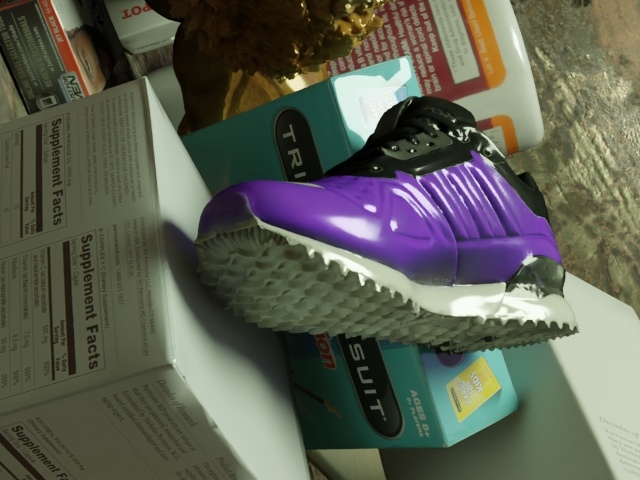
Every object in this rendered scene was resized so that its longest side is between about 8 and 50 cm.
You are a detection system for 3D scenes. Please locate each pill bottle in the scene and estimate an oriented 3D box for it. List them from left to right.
[{"bbox_3d":[0.024,-0.152,1.390,0.224,0.392,0.224,-17,90,-84],"label":"pill bottle"}]

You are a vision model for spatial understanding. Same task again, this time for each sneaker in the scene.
[{"bbox_3d":[0.040,-0.020,0.754,0.293,0.102,0.146,14,68,-46],"label":"sneaker"}]

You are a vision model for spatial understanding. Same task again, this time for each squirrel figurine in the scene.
[{"bbox_3d":[-0.077,-0.232,1.080,0.397,0.281,0.370,-129,-149,-75],"label":"squirrel figurine"}]

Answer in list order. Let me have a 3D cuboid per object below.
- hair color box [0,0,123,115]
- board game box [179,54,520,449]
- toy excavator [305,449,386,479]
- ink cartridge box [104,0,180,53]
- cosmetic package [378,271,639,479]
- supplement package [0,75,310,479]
[{"bbox_3d":[-0.205,-0.164,1.012,0.167,0.053,0.093,-89,162,-66],"label":"hair color box"},{"bbox_3d":[-0.029,0.028,0.969,0.336,0.079,0.253,-13,-84,53],"label":"board game box"},{"bbox_3d":[0.060,0.319,1.081,0.445,0.433,0.222,-64,145,-37],"label":"toy excavator"},{"bbox_3d":[-0.163,-0.313,1.316,0.086,0.148,0.203,16,56,-84],"label":"ink cartridge box"},{"bbox_3d":[0.171,0.190,0.909,0.155,0.197,0.365,27,24,-25],"label":"cosmetic package"},{"bbox_3d":[-0.113,0.076,0.762,0.262,0.145,0.204,66,10,-50],"label":"supplement package"}]
